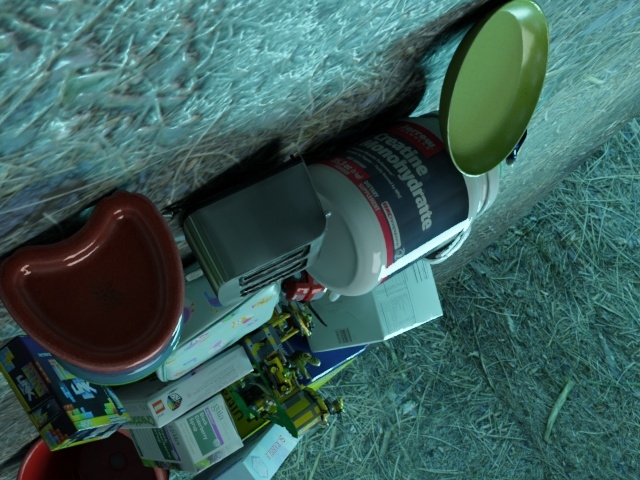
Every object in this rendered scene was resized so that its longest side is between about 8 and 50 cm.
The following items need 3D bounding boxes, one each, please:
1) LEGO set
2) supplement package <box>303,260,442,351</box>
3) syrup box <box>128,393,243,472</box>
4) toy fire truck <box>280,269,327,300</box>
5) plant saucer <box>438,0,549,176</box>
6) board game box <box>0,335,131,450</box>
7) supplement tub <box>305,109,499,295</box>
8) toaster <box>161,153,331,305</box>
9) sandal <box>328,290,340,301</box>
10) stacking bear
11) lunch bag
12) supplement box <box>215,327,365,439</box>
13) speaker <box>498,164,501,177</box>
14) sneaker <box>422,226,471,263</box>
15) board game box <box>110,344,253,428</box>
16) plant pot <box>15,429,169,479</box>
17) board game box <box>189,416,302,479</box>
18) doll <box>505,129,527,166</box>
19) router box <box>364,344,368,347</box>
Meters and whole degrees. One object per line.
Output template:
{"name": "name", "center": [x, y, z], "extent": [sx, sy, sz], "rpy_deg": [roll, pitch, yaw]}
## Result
{"name": "LEGO set", "center": [-0.057, 0.192, 1.842], "extent": [0.192, 0.255, 0.331], "rpy_deg": [-32, -175, -21]}
{"name": "supplement package", "center": [0.095, 0.115, 2.072], "extent": [0.194, 0.149, 0.203], "rpy_deg": [-14, -178, 42]}
{"name": "syrup box", "center": [-0.231, 0.318, 1.741], "extent": [0.096, 0.093, 0.237], "rpy_deg": [-27, -174, -30]}
{"name": "toy fire truck", "center": [0.000, 0.000, 1.558], "extent": [0.135, 0.192, 0.047], "rpy_deg": [2, 151, -24]}
{"name": "plant saucer", "center": [0.223, -0.203, 1.379], "extent": [0.241, 0.037, 0.241], "rpy_deg": [-34, 136, -39]}
{"name": "board game box", "center": [-0.326, 0.191, 1.341], "extent": [0.048, 0.141, 0.170], "rpy_deg": [-36, 170, 6]}
{"name": "supplement tub", "center": [0.098, -0.058, 1.463], "extent": [0.272, 0.191, 0.191], "rpy_deg": [-30, 168, -32]}
{"name": "toaster", "center": [-0.083, -0.008, 1.282], "extent": [0.185, 0.110, 0.168], "rpy_deg": [-25, 169, -9]}
{"name": "sandal", "center": [0.063, -0.005, 1.869], "extent": [0.265, 0.076, 0.102], "rpy_deg": [-57, 175, 25]}
{"name": "stacking bear", "center": [-0.232, 0.082, 1.158], "extent": [0.175, 0.164, 0.289], "rpy_deg": [-33, 174, -15]}
{"name": "lunch bag", "center": [-0.178, 0.107, 1.546], "extent": [0.224, 0.108, 0.279], "rpy_deg": [-31, 169, -15]}
{"name": "supplement box", "center": [-0.113, 0.267, 2.220], "extent": [0.195, 0.194, 0.356], "rpy_deg": [-23, 163, -49]}
{"name": "speaker", "center": [0.193, -0.102, 1.752], "extent": [0.131, 0.131, 0.296], "rpy_deg": [-43, 168, 35]}
{"name": "sneaker", "center": [0.249, -0.087, 1.972], "extent": [0.269, 0.101, 0.153], "rpy_deg": [-60, 161, -1]}
{"name": "board game box", "center": [-0.270, 0.250, 1.770], "extent": [0.193, 0.053, 0.305], "rpy_deg": [-28, -173, -34]}
{"name": "plant pot", "center": [-0.405, 0.446, 1.984], "extent": [0.275, 0.275, 0.243], "rpy_deg": [-37, 180, 5]}
{"name": "board game box", "center": [-0.197, 0.483, 2.065], "extent": [0.318, 0.066, 0.318], "rpy_deg": [-39, 179, 19]}
{"name": "doll", "center": [0.371, -0.205, 1.997], "extent": [0.189, 0.046, 0.129], "rpy_deg": [59, 45, -73]}
{"name": "router box", "center": [0.028, 0.193, 2.391], "extent": [0.046, 0.179, 0.133], "rpy_deg": [-32, 168, -35]}
